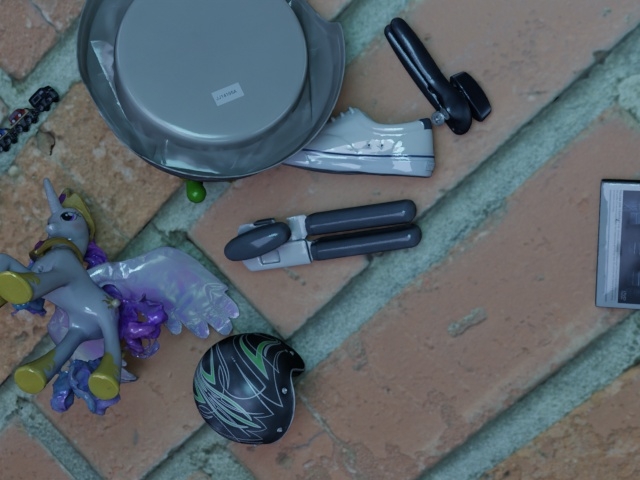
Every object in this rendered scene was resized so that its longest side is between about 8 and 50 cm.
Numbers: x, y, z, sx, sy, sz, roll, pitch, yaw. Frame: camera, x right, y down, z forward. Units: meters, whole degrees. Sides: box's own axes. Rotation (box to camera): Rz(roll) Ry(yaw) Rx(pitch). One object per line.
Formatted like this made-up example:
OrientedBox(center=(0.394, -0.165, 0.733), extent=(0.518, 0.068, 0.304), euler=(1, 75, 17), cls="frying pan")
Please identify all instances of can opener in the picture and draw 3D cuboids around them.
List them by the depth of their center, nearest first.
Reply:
OrientedBox(center=(0.150, -0.223, 1.358), extent=(0.186, 0.073, 0.059), euler=(49, 152, 3), cls="can opener")
OrientedBox(center=(0.000, 0.000, 1.441), extent=(0.283, 0.095, 0.076), euler=(-8, 104, 20), cls="can opener")

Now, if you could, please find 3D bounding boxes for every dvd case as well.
OrientedBox(center=(0.492, 0.010, 1.325), extent=(0.238, 0.029, 0.179), euler=(3, 107, 17), cls="dvd case")

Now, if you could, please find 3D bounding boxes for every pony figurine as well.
OrientedBox(center=(-0.336, 0.098, 1.477), extent=(0.302, 0.363, 0.351), euler=(-32, 110, 16), cls="pony figurine")

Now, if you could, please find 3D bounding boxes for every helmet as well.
OrientedBox(center=(-0.110, 0.225, 1.504), extent=(0.169, 0.161, 0.170), euler=(5, 108, 15), cls="helmet")

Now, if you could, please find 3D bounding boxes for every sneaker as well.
OrientedBox(center=(0.036, -0.141, 1.403), extent=(0.258, 0.094, 0.091), euler=(5, 90, 11), cls="sneaker")

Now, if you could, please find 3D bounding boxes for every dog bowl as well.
OrientedBox(center=(-0.144, -0.236, 1.327), extent=(0.348, 0.102, 0.349), euler=(2, 77, -7), cls="dog bowl")

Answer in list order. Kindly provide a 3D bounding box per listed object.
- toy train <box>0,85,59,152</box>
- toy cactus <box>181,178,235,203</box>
OrientedBox(center=(-0.472, -0.190, 1.572), extent=(0.158, 0.027, 0.036), euler=(-38, 88, 23), cls="toy train")
OrientedBox(center=(-0.192, -0.172, 1.464), extent=(0.180, 0.112, 0.219), euler=(13, 113, 33), cls="toy cactus")
